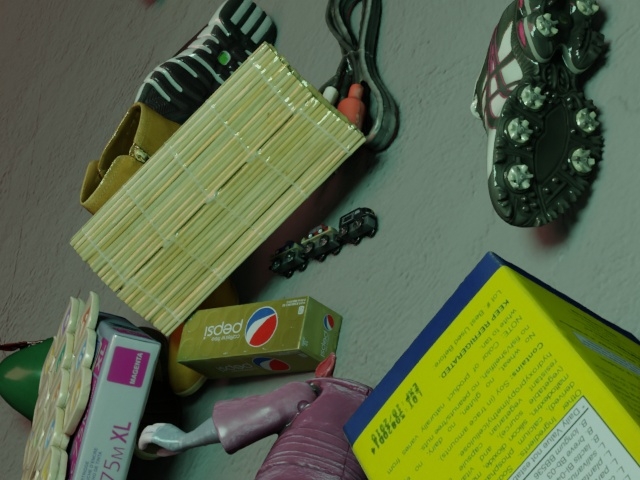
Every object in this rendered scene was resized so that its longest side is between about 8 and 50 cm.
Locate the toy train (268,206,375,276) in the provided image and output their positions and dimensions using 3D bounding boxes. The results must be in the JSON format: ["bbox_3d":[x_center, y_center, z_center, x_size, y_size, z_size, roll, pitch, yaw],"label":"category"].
[{"bbox_3d":[0.000,0.000,1.579,0.158,0.027,0.036,-27,44,39],"label":"toy train"}]

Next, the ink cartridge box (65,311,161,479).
[{"bbox_3d":[-0.253,0.180,1.639,0.311,0.065,0.185,-168,93,-76],"label":"ink cartridge box"}]

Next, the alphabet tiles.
[{"bbox_3d":[-0.303,0.203,1.634,0.284,0.021,0.278,-92,25,-48],"label":"alphabet tiles"}]

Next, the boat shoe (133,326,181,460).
[{"bbox_3d":[-0.204,0.189,1.686,0.072,0.068,0.190,-55,24,32],"label":"boat shoe"}]

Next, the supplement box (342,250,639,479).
[{"bbox_3d":[0.198,0.205,1.041,0.194,0.195,0.356,-51,35,14],"label":"supplement box"}]

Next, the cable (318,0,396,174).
[{"bbox_3d":[0.030,-0.194,1.636,0.139,0.072,0.287,-14,57,42],"label":"cable"}]

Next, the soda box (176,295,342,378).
[{"bbox_3d":[-0.067,0.105,1.546,0.181,0.058,0.061,-10,59,40],"label":"soda box"}]

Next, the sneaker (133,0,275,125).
[{"bbox_3d":[-0.171,-0.180,1.831,0.162,0.106,0.281,-32,15,50],"label":"sneaker"}]

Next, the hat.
[{"bbox_3d":[-0.389,0.157,1.825,0.208,0.183,0.173,-36,42,32],"label":"hat"}]

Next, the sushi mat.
[{"bbox_3d":[-0.114,-0.052,1.560,0.316,0.151,0.019,-44,3,12],"label":"sushi mat"}]

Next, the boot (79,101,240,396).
[{"bbox_3d":[-0.187,0.009,1.649,0.104,0.211,0.295,-10,60,49],"label":"boot"}]

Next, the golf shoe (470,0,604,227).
[{"bbox_3d":[0.197,-0.119,1.372,0.120,0.105,0.272,-37,33,54],"label":"golf shoe"}]

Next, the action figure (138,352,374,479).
[{"bbox_3d":[-0.014,0.206,1.230,0.275,0.248,0.370,-52,13,37],"label":"action figure"}]
